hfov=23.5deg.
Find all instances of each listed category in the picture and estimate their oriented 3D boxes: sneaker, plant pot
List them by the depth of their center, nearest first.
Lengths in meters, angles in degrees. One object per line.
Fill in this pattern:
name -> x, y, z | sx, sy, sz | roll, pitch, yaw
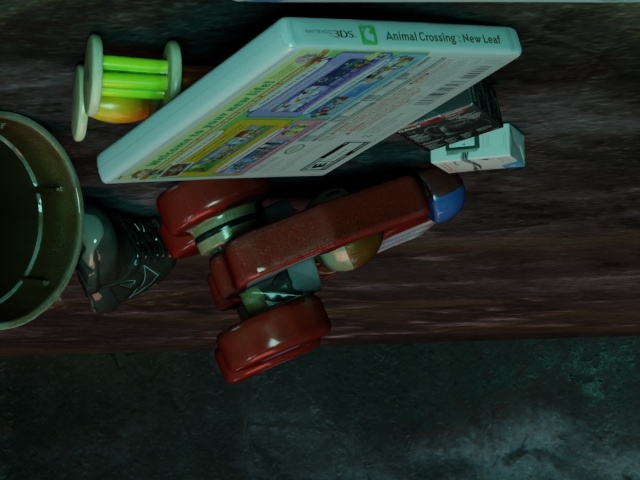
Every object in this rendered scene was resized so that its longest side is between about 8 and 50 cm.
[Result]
plant pot -> -0.303, -0.018, 1.216 | 0.165, 0.167, 0.167 | 2, 175, 40
sneaker -> -0.208, 0.003, 1.576 | 0.106, 0.101, 0.267 | -22, 172, -7

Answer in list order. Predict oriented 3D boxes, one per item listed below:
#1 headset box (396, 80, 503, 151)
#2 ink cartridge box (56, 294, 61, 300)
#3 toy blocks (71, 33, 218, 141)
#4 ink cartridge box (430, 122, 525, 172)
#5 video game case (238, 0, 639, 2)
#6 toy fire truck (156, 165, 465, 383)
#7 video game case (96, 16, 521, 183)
headset box -> 0.087, -0.093, 1.090 | 0.062, 0.032, 0.083 | -18, 164, 21
ink cartridge box -> -0.262, -0.012, 1.357 | 0.062, 0.109, 0.209 | 0, 171, -8
toy blocks -> -0.086, -0.097, 1.025 | 0.148, 0.054, 0.123 | 2, 170, -16
ink cartridge box -> 0.120, -0.074, 1.251 | 0.083, 0.028, 0.048 | -4, 170, 22
video game case -> -0.026, -0.139, 0.605 | 0.300, 0.036, 0.329 | 7, -179, 39
toy fire truck -> 0.000, 0.000, 1.390 | 0.254, 0.169, 0.302 | -24, 174, -8
video game case -> -0.009, -0.086, 0.984 | 0.193, 0.023, 0.212 | -5, 164, -41
